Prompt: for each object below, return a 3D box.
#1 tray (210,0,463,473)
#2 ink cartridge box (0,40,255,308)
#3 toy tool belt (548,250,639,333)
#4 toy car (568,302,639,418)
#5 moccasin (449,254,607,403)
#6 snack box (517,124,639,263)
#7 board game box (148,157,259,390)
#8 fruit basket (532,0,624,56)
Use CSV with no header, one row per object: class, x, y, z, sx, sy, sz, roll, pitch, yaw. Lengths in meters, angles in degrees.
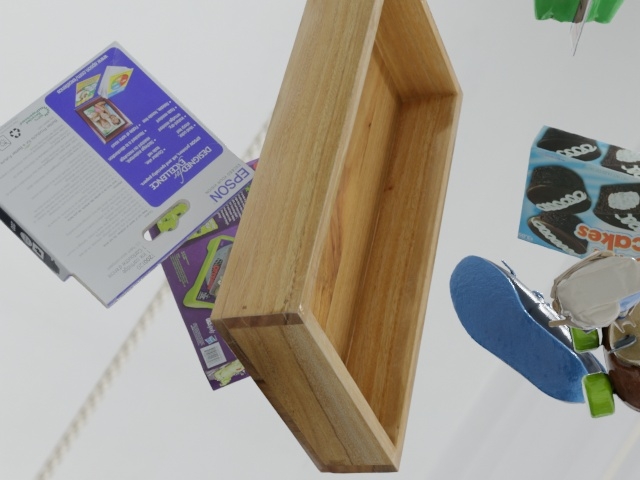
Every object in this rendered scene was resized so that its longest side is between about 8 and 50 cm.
tray,0.029,-0.044,0.973,0.076,0.411,0.203,-5,-42,24
ink cartridge box,-0.203,-0.061,1.163,0.208,0.206,0.045,43,-24,10
toy tool belt,0.188,0.032,0.776,0.051,0.083,0.052,96,-29,-69
toy car,0.362,0.119,1.316,0.188,0.155,0.149,39,39,-80
moccasin,0.336,0.158,1.978,0.117,0.138,0.342,15,29,-44
snack box,0.448,-0.035,1.713,0.322,0.060,0.187,19,-41,18
board game box,-0.105,0.032,1.637,0.056,0.208,0.347,70,-6,-45
fruit basket,0.342,-0.477,1.586,0.165,0.327,0.353,-1,-39,5
